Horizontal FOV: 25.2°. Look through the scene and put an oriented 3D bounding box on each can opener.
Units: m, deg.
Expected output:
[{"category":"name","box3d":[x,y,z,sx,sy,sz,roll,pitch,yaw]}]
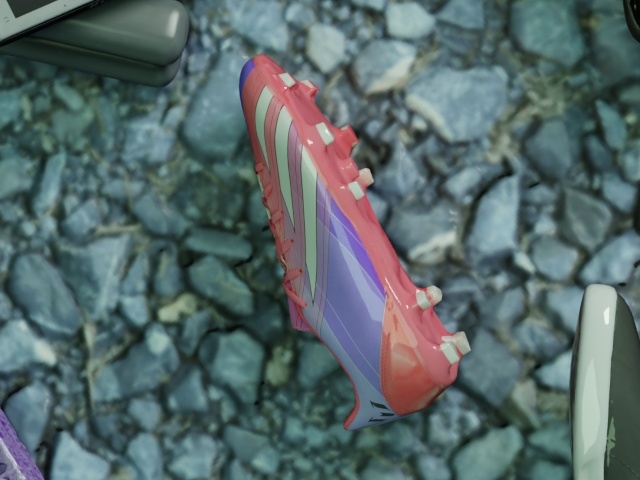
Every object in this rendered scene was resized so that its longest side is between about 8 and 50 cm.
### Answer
[{"category":"can opener","box3d":[-0.221,-0.170,0.923,0.280,0.074,0.093,16,72,-7]}]

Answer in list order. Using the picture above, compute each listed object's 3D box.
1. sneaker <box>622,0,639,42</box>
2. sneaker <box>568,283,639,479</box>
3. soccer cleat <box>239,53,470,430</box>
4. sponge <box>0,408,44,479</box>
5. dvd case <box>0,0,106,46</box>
[{"category":"sneaker","box3d":[0.206,-0.193,0.851,0.293,0.102,0.146,29,95,13]},{"category":"sneaker","box3d":[0.223,0.167,0.836,0.147,0.104,0.296,-6,92,11]},{"category":"soccer cleat","box3d":[0.000,0.000,0.905,0.095,0.083,0.248,-32,84,15]},{"category":"sponge","box3d":[-0.240,0.189,0.975,0.117,0.031,0.210,-35,81,9]},{"category":"dvd case","box3d":[-0.137,-0.247,0.893,0.238,0.029,0.179,-28,97,-21]}]
